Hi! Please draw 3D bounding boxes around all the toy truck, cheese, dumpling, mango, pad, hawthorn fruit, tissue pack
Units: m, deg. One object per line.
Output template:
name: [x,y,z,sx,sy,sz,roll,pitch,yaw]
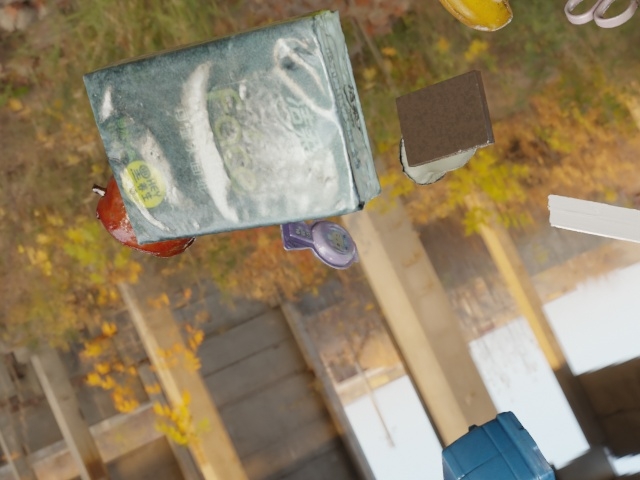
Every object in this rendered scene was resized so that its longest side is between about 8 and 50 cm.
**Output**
toy truck: [0.300,0.443,1.619,0.162,0.161,0.385,-24,140,-10]
cheese: [0.000,0.000,1.826,0.191,0.105,0.042,16,142,-38]
dumpling: [0.215,-0.200,1.883,0.172,0.142,0.247,-36,145,-23]
mango: [0.361,-0.621,2.431,0.257,0.187,0.138,26,116,-41]
pad: [0.495,-0.029,1.638,0.232,0.004,0.156,12,165,19]
hawthorn fruit: [-0.301,-0.066,1.723,0.202,0.185,0.185,13,165,-9]
tissue pack: [-0.085,-0.105,0.951,0.257,0.185,0.081,-8,-162,25]

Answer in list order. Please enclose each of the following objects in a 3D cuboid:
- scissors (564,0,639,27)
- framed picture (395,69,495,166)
scissors: [0.496,-0.433,1.582,0.118,0.030,0.242,21,-113,47]
framed picture: [0.213,-0.208,1.692,0.168,0.127,0.023,-15,173,40]
